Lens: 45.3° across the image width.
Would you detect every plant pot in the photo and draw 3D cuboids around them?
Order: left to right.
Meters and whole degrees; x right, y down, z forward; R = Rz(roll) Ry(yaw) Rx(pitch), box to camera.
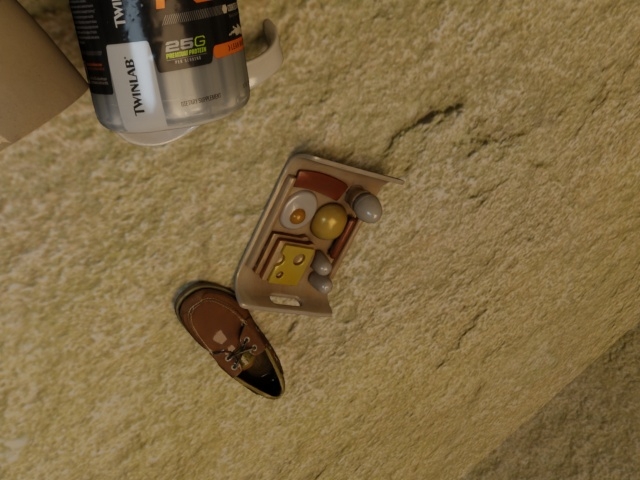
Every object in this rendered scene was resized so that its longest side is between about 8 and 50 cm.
[{"bbox_3d":[-0.430,-0.220,0.804,0.256,0.256,0.274,-33,114,-10],"label":"plant pot"}]

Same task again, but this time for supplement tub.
[{"bbox_3d":[-0.197,-0.298,0.893,0.193,0.193,0.316,-18,115,-23],"label":"supplement tub"}]

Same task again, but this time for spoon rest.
[{"bbox_3d":[-0.168,-0.224,1.077,0.276,0.084,0.137,-29,134,-15],"label":"spoon rest"}]

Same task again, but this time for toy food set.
[{"bbox_3d":[0.000,0.000,1.359,0.219,0.092,0.306,10,115,-40],"label":"toy food set"}]

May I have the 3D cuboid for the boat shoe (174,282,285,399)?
[{"bbox_3d":[-0.145,0.187,1.389,0.110,0.104,0.307,-41,136,-2],"label":"boat shoe"}]
